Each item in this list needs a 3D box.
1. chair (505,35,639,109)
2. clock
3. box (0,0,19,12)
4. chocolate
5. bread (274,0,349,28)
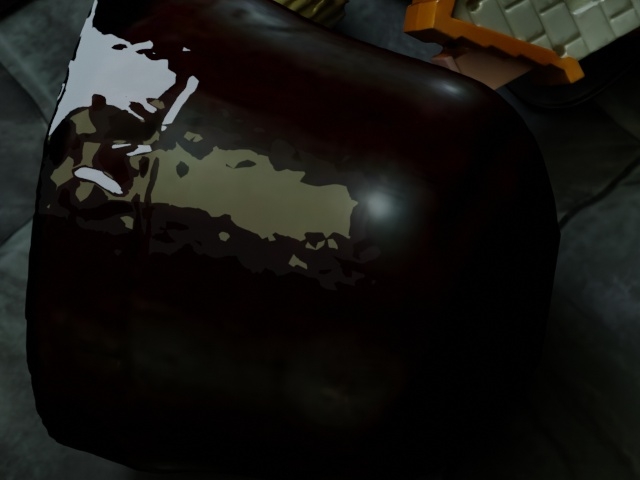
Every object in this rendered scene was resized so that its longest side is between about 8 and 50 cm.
[{"bbox_3d":[0.127,-0.269,1.354,0.175,0.183,0.326,-43,104,-8],"label":"chair"},{"bbox_3d":[0.177,-0.226,1.230,0.255,0.106,0.220,-29,100,-7],"label":"clock"},{"bbox_3d":[-0.325,-0.267,1.516,0.224,0.069,0.120,-34,60,-1],"label":"box"},{"bbox_3d":[0.000,0.000,1.135,0.331,0.383,0.383,7,66,8],"label":"chocolate"},{"bbox_3d":[-0.085,-0.251,1.362,0.133,0.179,0.250,-32,42,-16],"label":"bread"}]
